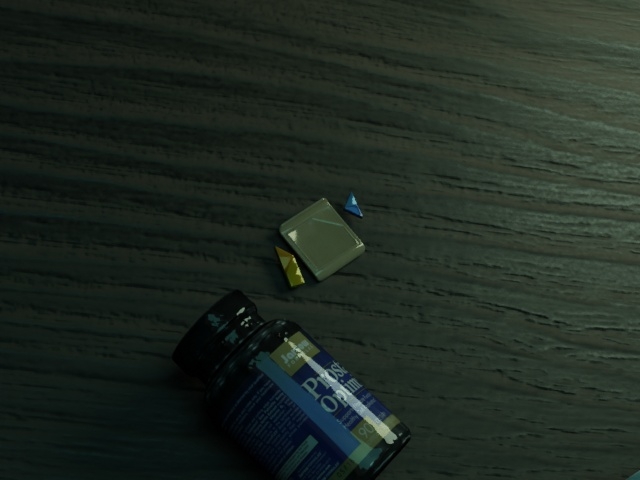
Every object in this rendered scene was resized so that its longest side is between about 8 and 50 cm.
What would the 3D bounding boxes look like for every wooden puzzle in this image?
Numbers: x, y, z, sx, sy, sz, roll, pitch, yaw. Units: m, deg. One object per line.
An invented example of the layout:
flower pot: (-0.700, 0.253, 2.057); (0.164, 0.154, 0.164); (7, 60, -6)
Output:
wooden puzzle: (0.000, 0.000, 1.630); (0.116, 0.014, 0.078); (-26, 77, -24)

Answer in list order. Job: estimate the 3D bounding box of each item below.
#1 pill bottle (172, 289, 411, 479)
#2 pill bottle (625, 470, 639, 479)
pill bottle: (-0.032, 0.153, 1.480); (0.219, 0.123, 0.123); (43, 61, 8)
pill bottle: (0.379, 0.313, 1.504); (0.124, 0.124, 0.221); (-24, 72, -24)
